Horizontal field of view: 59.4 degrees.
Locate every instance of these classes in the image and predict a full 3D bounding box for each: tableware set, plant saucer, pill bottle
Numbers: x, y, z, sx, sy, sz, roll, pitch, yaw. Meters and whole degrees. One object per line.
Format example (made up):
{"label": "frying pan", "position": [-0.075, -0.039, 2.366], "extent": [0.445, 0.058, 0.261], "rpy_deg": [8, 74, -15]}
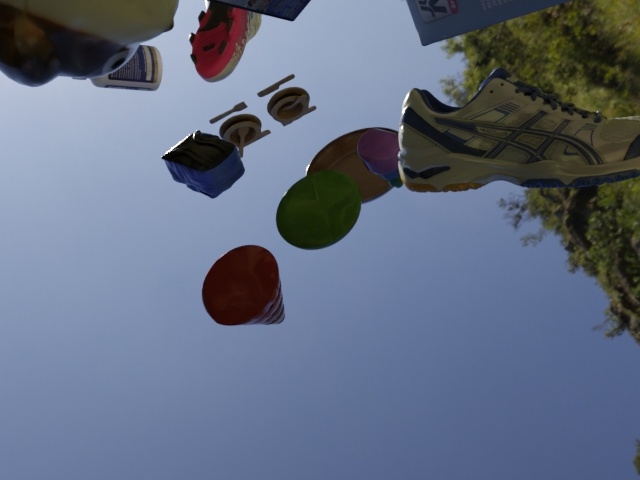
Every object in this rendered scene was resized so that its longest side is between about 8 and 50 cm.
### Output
{"label": "tableware set", "position": [-0.105, -0.231, 1.092], "extent": [0.194, 0.128, 0.039], "rpy_deg": [-26, -114, 12]}
{"label": "plant saucer", "position": [0.071, -0.127, 1.008], "extent": [0.199, 0.036, 0.198], "rpy_deg": [-15, -135, 15]}
{"label": "pill bottle", "position": [-0.421, -0.360, 1.153], "extent": [0.170, 0.094, 0.094], "rpy_deg": [-6, -125, -36]}

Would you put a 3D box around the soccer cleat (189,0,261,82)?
{"label": "soccer cleat", "position": [-0.162, -0.416, 1.072], "extent": [0.116, 0.143, 0.331], "rpy_deg": [-15, -120, 26]}

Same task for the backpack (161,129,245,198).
{"label": "backpack", "position": [-0.189, -0.128, 0.971], "extent": [0.120, 0.101, 0.098], "rpy_deg": [18, -123, 36]}

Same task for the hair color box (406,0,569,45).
{"label": "hair color box", "position": [0.211, -0.217, 0.283], "extent": [0.185, 0.113, 0.374], "rpy_deg": [-31, -160, -19]}

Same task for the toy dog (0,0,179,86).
{"label": "toy dog", "position": [-0.284, -0.350, 0.528], "extent": [0.396, 0.407, 0.284], "rpy_deg": [-7, -138, 7]}

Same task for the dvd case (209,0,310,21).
{"label": "dvd case", "position": [-0.104, -0.410, 0.825], "extent": [0.253, 0.180, 0.022], "rpy_deg": [-1, -107, -34]}

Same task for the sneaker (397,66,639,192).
{"label": "sneaker", "position": [0.225, -0.125, 0.610], "extent": [0.297, 0.130, 0.112], "rpy_deg": [-1, -167, 22]}

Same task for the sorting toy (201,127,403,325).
{"label": "sorting toy", "position": [0.000, 0.000, 0.814], "extent": [0.365, 0.126, 0.127], "rpy_deg": [-45, -129, -6]}
